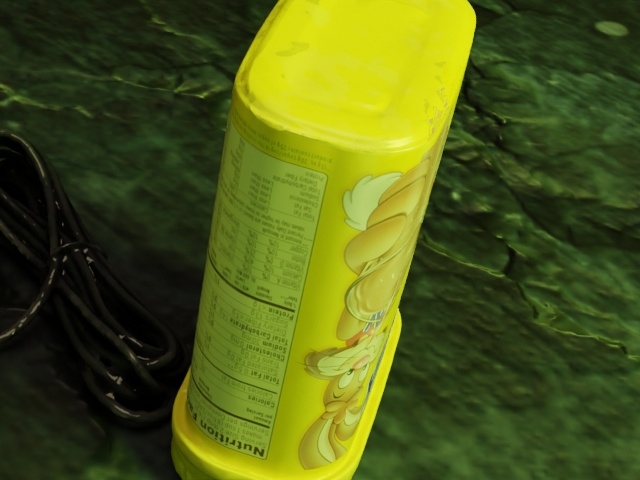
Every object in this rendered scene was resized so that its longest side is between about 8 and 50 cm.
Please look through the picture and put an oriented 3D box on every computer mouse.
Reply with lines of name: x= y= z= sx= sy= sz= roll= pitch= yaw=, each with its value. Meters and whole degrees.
computer mouse: x=-0.194 y=0.016 z=0.476 sx=0.262 sy=0.060 sz=0.184 roll=-13 pitch=46 yaw=-29

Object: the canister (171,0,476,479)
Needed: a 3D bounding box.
canister: x=0.000 y=0.000 z=0.461 sx=0.073 sy=0.170 sz=0.126 roll=17 pitch=39 yaw=6
